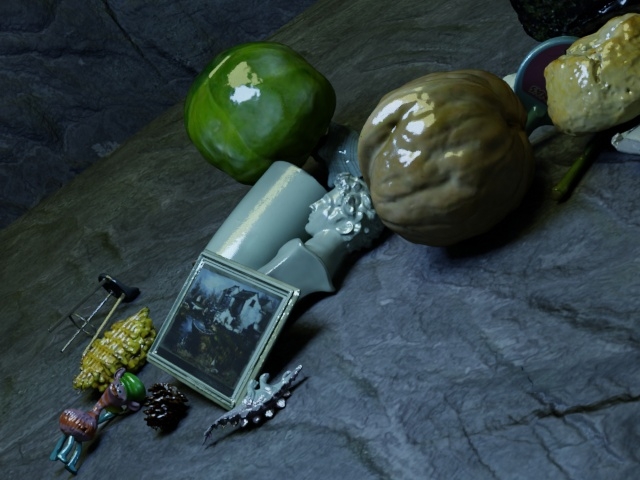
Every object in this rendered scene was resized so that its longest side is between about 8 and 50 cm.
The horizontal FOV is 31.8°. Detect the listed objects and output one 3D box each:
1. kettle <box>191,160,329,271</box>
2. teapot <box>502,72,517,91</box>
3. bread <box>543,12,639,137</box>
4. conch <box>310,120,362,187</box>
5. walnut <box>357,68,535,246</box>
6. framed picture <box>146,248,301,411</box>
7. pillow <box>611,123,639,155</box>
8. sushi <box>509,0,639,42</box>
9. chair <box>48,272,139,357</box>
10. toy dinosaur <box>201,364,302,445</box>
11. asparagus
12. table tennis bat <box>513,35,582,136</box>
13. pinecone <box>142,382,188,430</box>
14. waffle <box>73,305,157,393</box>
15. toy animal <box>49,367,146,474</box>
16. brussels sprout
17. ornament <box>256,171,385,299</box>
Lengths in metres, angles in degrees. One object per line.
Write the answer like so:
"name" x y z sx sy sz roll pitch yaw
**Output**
"kettle" -0.083 0.001 2.102 0.240 0.165 0.255 25 62 34
"teapot" 0.398 -0.282 1.958 0.200 0.107 0.077 -9 33 50
"bread" 0.453 -0.263 1.712 0.244 0.134 0.244 -31 12 7
"conch" 0.040 -0.181 2.319 0.137 0.114 0.234 -49 26 -6
"walnut" 0.196 -0.134 1.773 0.285 0.285 0.296 -28 45 23
"framed picture" -0.176 0.146 1.922 0.296 0.019 0.232 19 80 49
"pillow" 0.532 -0.146 1.540 0.169 0.059 0.255 -35 20 -10
"sushi" 0.510 -0.486 2.108 0.350 0.171 0.211 -9 37 52
"chair" -0.511 0.157 2.527 0.104 0.095 0.221 7 47 46
"toy dinosaur" -0.111 0.261 1.762 0.209 0.039 0.082 -36 23 8
"asparagus" 0.426 -0.148 1.755 0.025 0.024 0.248 2 43 49
"table tennis bat" 0.374 -0.231 1.867 0.244 0.153 0.040 -52 17 27
"pinecone" -0.270 0.285 1.925 0.077 0.077 0.083 -6 47 53
"waffle" -0.411 0.233 2.258 0.197 0.070 0.193 -34 22 17
"toy animal" -0.411 0.330 2.058 0.208 0.100 0.103 -50 -15 -20
"brussels sprout" -0.126 -0.267 2.297 0.289 0.281 0.354 -54 2 17
"ornament" 0.008 0.013 1.974 0.285 0.130 0.120 -51 18 -13
